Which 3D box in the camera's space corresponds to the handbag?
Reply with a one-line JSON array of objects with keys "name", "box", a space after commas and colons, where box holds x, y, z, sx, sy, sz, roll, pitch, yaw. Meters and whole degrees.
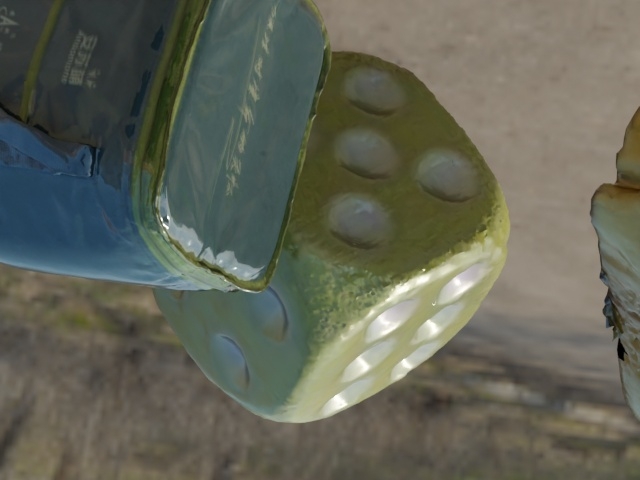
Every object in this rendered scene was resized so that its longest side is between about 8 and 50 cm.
[{"name": "handbag", "box": [-0.153, -0.100, 1.270, 0.241, 0.263, 0.222, 5, 163, 27]}]

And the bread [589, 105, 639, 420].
[{"name": "bread", "box": [0.215, -0.016, 0.896, 0.211, 0.183, 0.224, 48, 163, -16]}]

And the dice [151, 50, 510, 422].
[{"name": "dice", "box": [0.000, 0.000, 1.475, 0.227, 0.233, 0.238, -27, 157, -32]}]
